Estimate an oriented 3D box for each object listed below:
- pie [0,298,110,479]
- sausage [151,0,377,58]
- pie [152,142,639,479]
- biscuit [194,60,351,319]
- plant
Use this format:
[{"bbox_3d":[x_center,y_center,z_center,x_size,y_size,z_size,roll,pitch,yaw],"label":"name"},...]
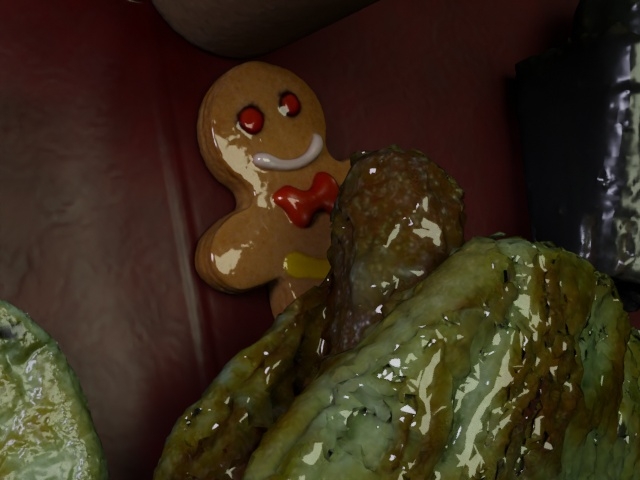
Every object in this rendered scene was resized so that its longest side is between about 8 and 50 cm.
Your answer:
[{"bbox_3d":[-0.202,0.119,0.617,0.187,0.041,0.187,7,76,-29],"label":"pie"},{"bbox_3d":[-0.004,-0.187,0.675,0.123,0.253,0.123,4,82,-29],"label":"sausage"},{"bbox_3d":[0.099,0.199,0.683,0.418,0.180,0.395,44,67,-29],"label":"pie"},{"bbox_3d":[0.000,0.000,0.761,0.165,0.036,0.250,-25,92,-32],"label":"biscuit"},{"bbox_3d":[0.229,-0.081,0.846,0.164,0.142,0.256,18,75,-24],"label":"plant"}]
